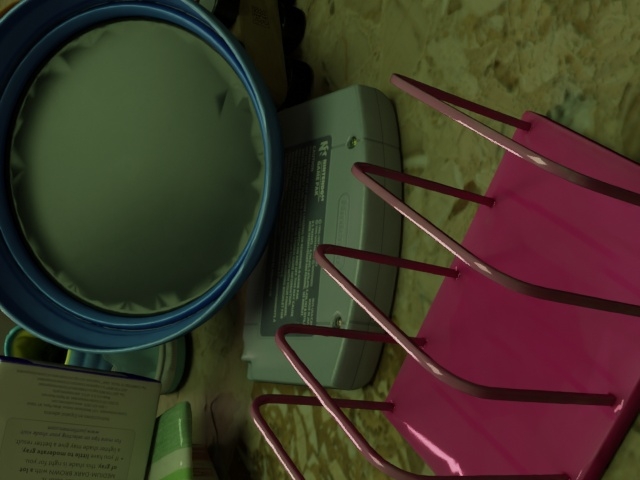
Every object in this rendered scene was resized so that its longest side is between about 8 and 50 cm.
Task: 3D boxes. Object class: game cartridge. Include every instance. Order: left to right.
[{"bbox_3d":[0.000,0.000,0.878,0.196,0.060,0.294,-9,74,57],"label":"game cartridge"}]

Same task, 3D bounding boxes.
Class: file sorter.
[{"bbox_3d":[0.098,0.056,0.611,0.202,0.182,0.291,44,115,50],"label":"file sorter"}]

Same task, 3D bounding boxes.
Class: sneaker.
[{"bbox_3d":[-0.340,0.153,1.172,0.319,0.208,0.127,-20,66,51],"label":"sneaker"}]

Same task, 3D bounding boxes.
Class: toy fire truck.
[{"bbox_3d":[-0.150,-0.214,1.060,0.246,0.158,0.217,-37,53,46],"label":"toy fire truck"}]

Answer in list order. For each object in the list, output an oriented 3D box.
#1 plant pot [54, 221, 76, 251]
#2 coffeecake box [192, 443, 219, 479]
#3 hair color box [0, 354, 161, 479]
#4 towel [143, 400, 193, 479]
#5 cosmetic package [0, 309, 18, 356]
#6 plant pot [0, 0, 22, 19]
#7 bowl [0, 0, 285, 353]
[{"bbox_3d":[-0.293,-0.039,1.125,0.203,0.291,0.291,32,107,37],"label":"plant pot"},{"bbox_3d":[-0.157,0.346,0.981,0.142,0.068,0.185,-62,38,24],"label":"coffeecake box"},{"bbox_3d":[-0.298,0.299,0.914,0.110,0.185,0.339,-4,74,53],"label":"hair color box"},{"bbox_3d":[-0.190,0.369,0.932,0.248,0.038,0.325,-38,49,41],"label":"towel"},{"bbox_3d":[-0.488,0.164,1.349,0.127,0.238,0.107,-37,53,43],"label":"cosmetic package"},{"bbox_3d":[-0.478,-0.286,1.521,0.188,0.205,0.205,132,137,-57],"label":"plant pot"},{"bbox_3d":[-0.218,-0.077,0.924,0.391,0.077,0.391,1,93,19],"label":"bowl"}]
